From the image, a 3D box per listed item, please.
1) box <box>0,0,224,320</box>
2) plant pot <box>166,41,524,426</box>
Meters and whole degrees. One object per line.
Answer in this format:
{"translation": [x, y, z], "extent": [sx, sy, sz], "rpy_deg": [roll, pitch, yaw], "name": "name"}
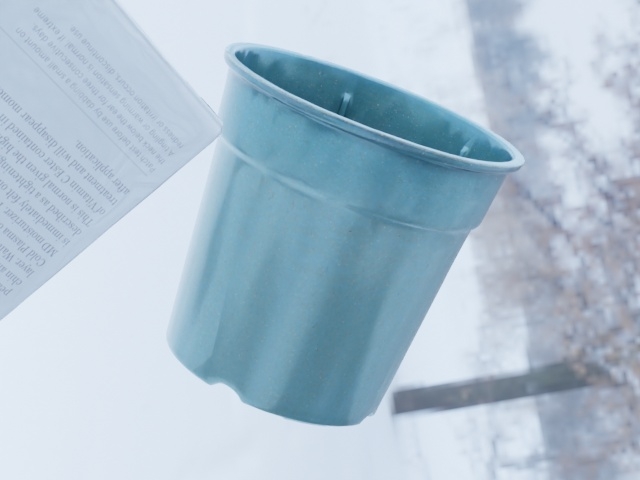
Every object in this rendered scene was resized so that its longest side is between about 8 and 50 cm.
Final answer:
{"translation": [-0.263, -0.047, 0.836], "extent": [0.215, 0.345, 0.168], "rpy_deg": [51, 1, 40], "name": "box"}
{"translation": [0.000, 0.000, 1.757], "extent": [0.341, 0.341, 0.334], "rpy_deg": [-76, -173, -75], "name": "plant pot"}
